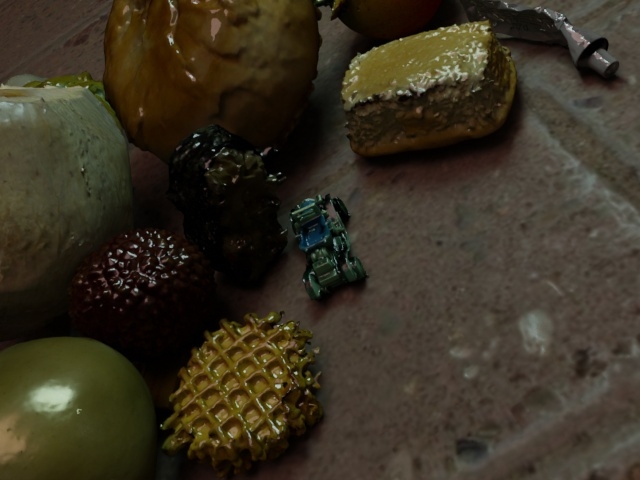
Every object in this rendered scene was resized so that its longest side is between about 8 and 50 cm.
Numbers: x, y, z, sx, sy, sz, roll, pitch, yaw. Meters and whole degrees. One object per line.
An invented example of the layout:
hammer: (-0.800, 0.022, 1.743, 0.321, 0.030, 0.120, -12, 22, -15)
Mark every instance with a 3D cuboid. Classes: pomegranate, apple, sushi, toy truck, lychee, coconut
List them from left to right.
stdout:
coconut: (-0.459, -0.039, 1.005, 0.405, 0.404, 0.404, -17, 48, 20)
apple: (-0.312, 0.240, 0.796, 0.263, 0.262, 0.262, -17, 48, 20)
lychee: (-0.222, 0.071, 0.897, 0.188, 0.188, 0.188, -17, 48, 20)
sushi: (-0.111, -0.050, 0.945, 0.115, 0.212, 0.147, 18, 43, 31)
toy truck: (0.000, -0.001, 0.919, 0.080, 0.078, 0.154, -26, 46, 13)
pomegranate: (0.092, -0.412, 1.094, 0.235, 0.210, 0.210, -28, 43, -15)

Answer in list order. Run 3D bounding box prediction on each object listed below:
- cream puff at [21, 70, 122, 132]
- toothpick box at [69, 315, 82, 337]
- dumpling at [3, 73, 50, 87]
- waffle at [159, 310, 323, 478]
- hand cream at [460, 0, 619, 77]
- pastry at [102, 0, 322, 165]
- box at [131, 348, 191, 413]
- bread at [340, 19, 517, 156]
cream puff: (-0.490, -0.238, 1.351, 0.221, 0.194, 0.194, -21, 47, 10)
toothpick box: (-0.344, 0.134, 1.040, 0.052, 0.052, 0.083, -30, 44, 8)
dumpling: (-0.640, -0.271, 1.506, 0.166, 0.126, 0.215, -32, 46, 28)
waffle: (-0.088, 0.179, 0.837, 0.197, 0.070, 0.193, -15, 49, 18)
hand cream: (0.297, -0.285, 0.967, 0.050, 0.084, 0.257, -50, 49, -1)
pastry: (-0.167, -0.292, 1.093, 0.410, 0.245, 0.409, -8, 79, 42)
box: (-0.251, 0.192, 0.958, 0.155, 0.023, 0.086, -7, 55, 27)
bread: (0.140, -0.207, 0.967, 0.246, 0.121, 0.174, -10, 42, 30)
